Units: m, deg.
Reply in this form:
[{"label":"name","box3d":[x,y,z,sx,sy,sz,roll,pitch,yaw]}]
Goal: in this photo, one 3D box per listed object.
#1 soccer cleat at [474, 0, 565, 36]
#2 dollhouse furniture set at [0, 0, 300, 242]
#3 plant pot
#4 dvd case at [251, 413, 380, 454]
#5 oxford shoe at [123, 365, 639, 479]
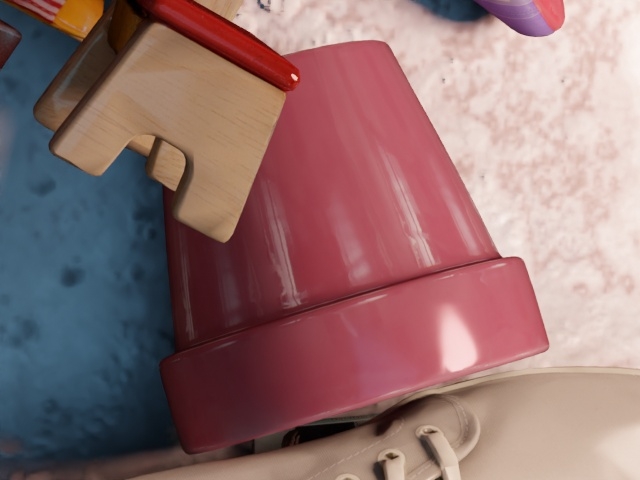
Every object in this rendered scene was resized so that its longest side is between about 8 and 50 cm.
[{"label":"soccer cleat","box3d":[0.040,-0.201,1.032,0.095,0.083,0.248,-32,112,23]},{"label":"dollhouse furniture set","box3d":[-0.123,-0.148,0.841,0.201,0.374,0.152,27,96,-17]},{"label":"plant pot","box3d":[0.000,0.000,0.993,0.201,0.201,0.180,-15,86,-11]},{"label":"dvd case","box3d":[0.004,0.162,1.102,0.087,0.013,0.119,-3,101,-13]},{"label":"oxford shoe","box3d":[0.022,0.166,0.972,0.449,0.130,0.169,-11,80,-15]}]
